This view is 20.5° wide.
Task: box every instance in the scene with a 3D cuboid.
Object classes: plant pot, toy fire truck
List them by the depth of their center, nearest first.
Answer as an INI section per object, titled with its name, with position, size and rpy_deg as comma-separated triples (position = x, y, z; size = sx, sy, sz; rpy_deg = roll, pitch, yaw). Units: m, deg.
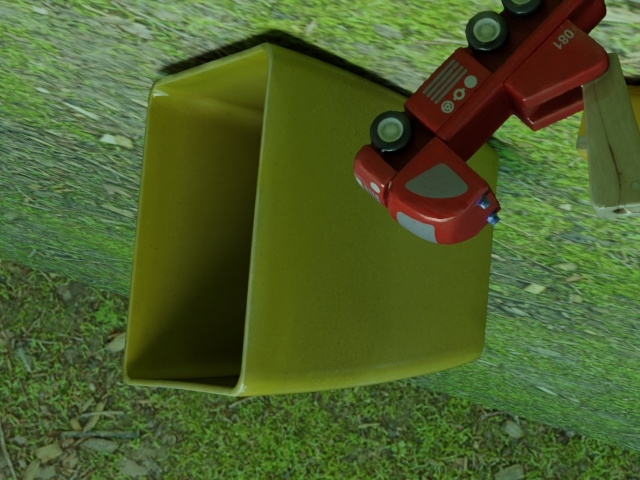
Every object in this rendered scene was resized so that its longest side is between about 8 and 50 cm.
[toy fire truck]
position = 0.123, -0.057, 0.798
size = 0.135, 0.192, 0.047
rpy_deg = 43, 179, 21
[plant pot]
position = 0.000, 0.000, 1.172
size = 0.187, 0.212, 0.212
rpy_deg = 7, 175, -25

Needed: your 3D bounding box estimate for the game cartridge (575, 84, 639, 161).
[game cartridge]
position = 0.343, -0.009, 0.982
size = 0.324, 0.052, 0.285
rpy_deg = 7, 166, 34
